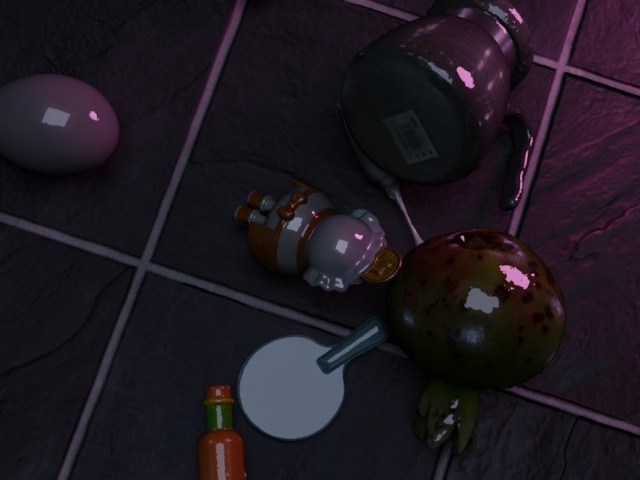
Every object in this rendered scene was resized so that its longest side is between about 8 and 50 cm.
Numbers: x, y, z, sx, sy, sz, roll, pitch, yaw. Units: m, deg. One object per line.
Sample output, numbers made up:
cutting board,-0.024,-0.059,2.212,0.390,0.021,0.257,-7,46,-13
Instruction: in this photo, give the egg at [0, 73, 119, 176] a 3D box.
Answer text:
egg,-0.386,-0.165,1.656,0.198,0.146,0.146,13,76,7

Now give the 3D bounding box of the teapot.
teapot,0.216,-0.214,1.649,0.305,0.223,0.285,37,51,3

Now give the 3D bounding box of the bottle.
bottle,-0.136,0.293,1.600,0.069,0.069,0.187,-4,76,-3

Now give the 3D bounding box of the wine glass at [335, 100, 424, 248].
wine glass,0.097,-0.094,1.703,0.074,0.074,0.262,-22,77,-8

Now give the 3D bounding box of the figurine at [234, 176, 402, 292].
figurine,-0.005,-0.006,1.615,0.271,0.143,0.143,15,72,45

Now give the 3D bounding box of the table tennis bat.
table tennis bat,-0.007,0.186,1.650,0.237,0.038,0.149,-35,79,-5

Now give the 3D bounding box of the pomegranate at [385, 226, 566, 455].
pomegranate,0.219,0.136,1.584,0.242,0.242,0.306,-11,94,-5
